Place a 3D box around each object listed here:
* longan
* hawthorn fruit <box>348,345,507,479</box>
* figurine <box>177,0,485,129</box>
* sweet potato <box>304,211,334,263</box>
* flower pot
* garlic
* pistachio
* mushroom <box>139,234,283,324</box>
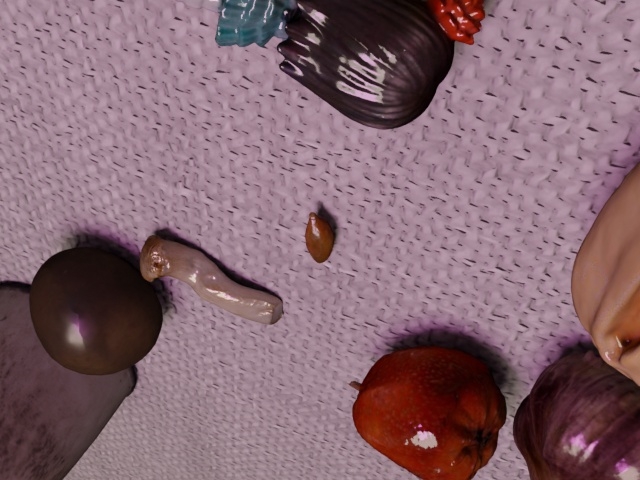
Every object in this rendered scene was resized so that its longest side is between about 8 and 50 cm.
[{"bbox_3d":[-0.304,0.096,1.234,0.189,0.189,0.189,18,142,14],"label":"longan"},{"bbox_3d":[0.131,0.201,1.088,0.173,0.173,0.179,41,167,-16],"label":"hawthorn fruit"},{"bbox_3d":[-0.001,-0.184,0.737,0.245,0.110,0.138,24,137,-6],"label":"figurine"},{"bbox_3d":[0.000,0.000,1.026,0.034,0.034,0.095,17,151,16],"label":"sweet potato"},{"bbox_3d":[-0.493,0.283,1.429,0.293,0.330,0.294,18,144,14],"label":"flower pot"},{"bbox_3d":[0.297,0.244,0.978,0.245,0.160,0.245,54,168,18],"label":"garlic"},{"bbox_3d":[0.321,0.015,0.738,0.187,0.187,0.299,27,137,2],"label":"pistachio"},{"bbox_3d":[-0.139,0.057,1.169,0.202,0.054,0.059,28,149,-8],"label":"mushroom"}]
